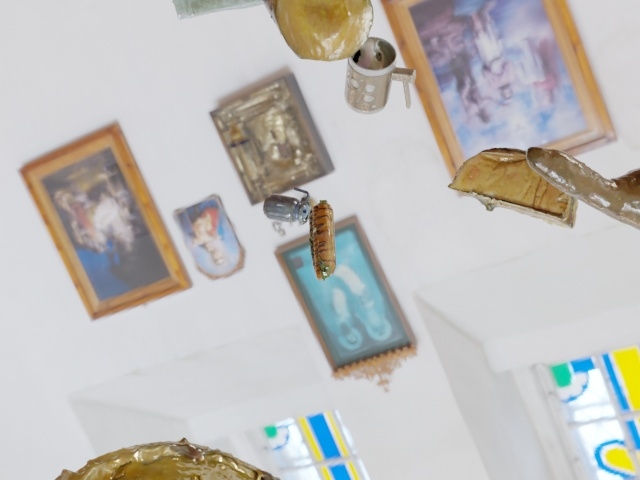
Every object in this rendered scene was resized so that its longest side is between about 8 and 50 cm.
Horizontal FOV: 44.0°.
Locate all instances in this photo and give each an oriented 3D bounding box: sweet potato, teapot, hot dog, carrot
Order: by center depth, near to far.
[{"bbox_3d":[0.336,-0.045,0.832,0.270,0.074,0.075,14,-172,-5],"label":"sweet potato"},{"bbox_3d":[-0.028,-0.307,0.902,0.114,0.114,0.301,-22,-141,1],"label":"carrot"},{"bbox_3d":[0.000,0.000,1.181,0.037,0.122,0.049,3,169,-29],"label":"hot dog"},{"bbox_3d":[-0.058,-0.062,1.459,0.083,0.049,0.063,11,-136,20],"label":"teapot"}]

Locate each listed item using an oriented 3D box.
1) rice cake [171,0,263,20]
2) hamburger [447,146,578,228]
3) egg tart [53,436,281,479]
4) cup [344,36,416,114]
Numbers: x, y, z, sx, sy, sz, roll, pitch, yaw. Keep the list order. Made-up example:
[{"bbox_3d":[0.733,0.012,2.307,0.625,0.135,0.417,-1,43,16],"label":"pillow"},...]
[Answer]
[{"bbox_3d":[-0.112,-0.324,1.053,0.171,0.033,0.029,-12,-170,-2],"label":"rice cake"},{"bbox_3d":[0.377,-0.110,1.530,0.262,0.130,0.124,20,179,32],"label":"hamburger"},{"bbox_3d":[-0.137,0.356,0.779,0.341,0.341,0.132,-28,177,-29],"label":"egg tart"},{"bbox_3d":[0.088,-0.246,1.196,0.102,0.074,0.099,-1,146,-6],"label":"cup"}]
